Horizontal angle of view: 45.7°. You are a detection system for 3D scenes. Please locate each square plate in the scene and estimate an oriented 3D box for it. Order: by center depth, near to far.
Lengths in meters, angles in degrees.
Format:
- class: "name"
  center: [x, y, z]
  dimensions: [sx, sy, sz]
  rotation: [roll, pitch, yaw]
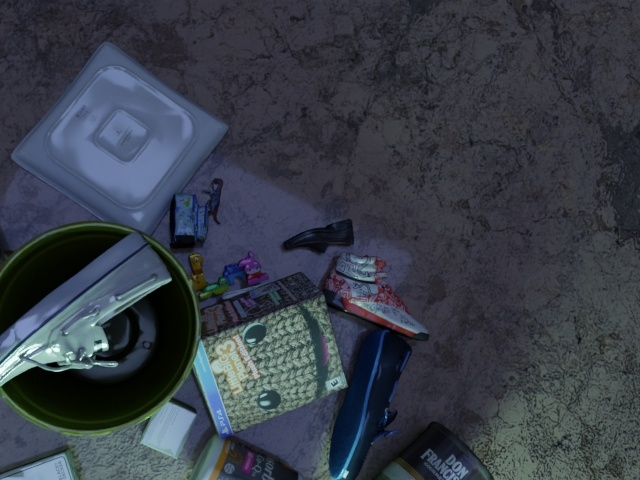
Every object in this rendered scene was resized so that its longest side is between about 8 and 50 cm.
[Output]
- class: "square plate"
  center: [-0.437, -0.222, 1.678]
  dimensions: [0.344, 0.049, 0.347]
  rotation: [35, 76, -6]

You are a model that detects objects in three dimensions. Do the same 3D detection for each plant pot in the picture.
- class: "plant pot"
  center: [-0.427, 0.170, 1.465]
  dimensions: [0.367, 0.353, 0.366]
  rotation: [2, 82, -12]

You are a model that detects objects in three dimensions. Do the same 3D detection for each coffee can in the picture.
- class: "coffee can"
  center: [0.212, 0.555, 1.621]
  dimensions: [0.275, 0.201, 0.201]
  rotation: [-40, 91, -14]

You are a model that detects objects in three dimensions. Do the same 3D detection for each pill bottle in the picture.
- class: "pill bottle"
  center: [-0.131, 0.528, 1.573]
  dimensions: [0.279, 0.162, 0.162]
  rotation: [28, 77, -7]

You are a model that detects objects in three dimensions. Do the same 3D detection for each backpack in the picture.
- class: "backpack"
  center: [-0.287, -0.045, 1.654]
  dimensions: [0.084, 0.105, 0.114]
  rotation: [-1, 81, -13]

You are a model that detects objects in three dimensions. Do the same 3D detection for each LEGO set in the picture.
- class: "LEGO set"
  center: [-0.240, 0.067, 1.654]
  dimensions: [0.227, 0.087, 0.093]
  rotation: [-17, 101, -14]

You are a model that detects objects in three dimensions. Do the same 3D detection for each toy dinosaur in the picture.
- class: "toy dinosaur"
  center: [-0.240, -0.098, 1.717]
  dimensions: [0.082, 0.047, 0.090]
  rotation: [-53, 128, -22]

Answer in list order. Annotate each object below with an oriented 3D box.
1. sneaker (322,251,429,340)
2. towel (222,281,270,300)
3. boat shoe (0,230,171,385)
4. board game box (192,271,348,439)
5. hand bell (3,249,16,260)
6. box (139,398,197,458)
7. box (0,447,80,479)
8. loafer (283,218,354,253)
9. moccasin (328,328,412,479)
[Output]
- class: "sneaker"
  center: [0.144, 0.122, 1.728]
  dimensions: [0.270, 0.090, 0.144]
  rotation: [23, 80, -5]
- class: "towel"
  center: [-0.151, 0.170, 1.660]
  dimensions: [0.113, 0.023, 0.151]
  rotation: [-14, 116, -14]
- class: "boat shoe"
  center: [-0.392, 0.153, 1.236]
  dimensions: [0.367, 0.136, 0.156]
  rotation: [-42, 95, -24]
- class: "board game box"
  center: [-0.121, 0.235, 1.588]
  dimensions: [0.291, 0.141, 0.231]
  rotation: [-21, 111, -14]
- class: "hand bell"
  center: [-0.627, 0.153, 1.571]
  dimensions: [0.126, 0.126, 0.241]
  rotation: [18, 92, -9]
- class: "box"
  center: [-0.317, 0.386, 1.586]
  dimensions: [0.087, 0.101, 0.101]
  rotation: [26, 79, -7]
- class: "box"
  center: [-0.622, 0.544, 1.506]
  dimensions: [0.290, 0.087, 0.169]
  rotation: [-19, 86, -14]
- class: "loafer"
  center: [0.000, 0.000, 1.732]
  dimensions: [0.170, 0.062, 0.061]
  rotation: [-16, 90, -12]
- class: "moccasin"
  center: [0.123, 0.369, 1.663]
  dimensions: [0.117, 0.138, 0.341]
  rotation: [24, 82, -22]
